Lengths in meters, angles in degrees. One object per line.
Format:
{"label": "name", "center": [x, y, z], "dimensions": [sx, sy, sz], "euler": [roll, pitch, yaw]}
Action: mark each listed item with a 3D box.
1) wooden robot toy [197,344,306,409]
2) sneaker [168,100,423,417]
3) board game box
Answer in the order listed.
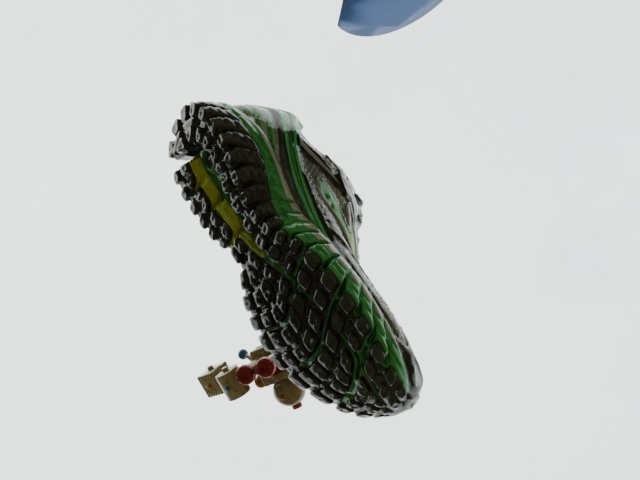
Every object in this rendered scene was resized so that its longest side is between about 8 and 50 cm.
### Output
{"label": "wooden robot toy", "center": [-0.052, 0.152, 0.849], "dimensions": [0.173, 0.076, 0.079], "euler": [-24, -82, 25]}
{"label": "sneaker", "center": [0.000, 0.000, 0.730], "dimensions": [0.146, 0.134, 0.343], "euler": [-15, -114, -37]}
{"label": "board game box", "center": [0.076, -0.279, 0.802], "dimensions": [0.133, 0.168, 0.033], "euler": [-21, -114, -18]}
